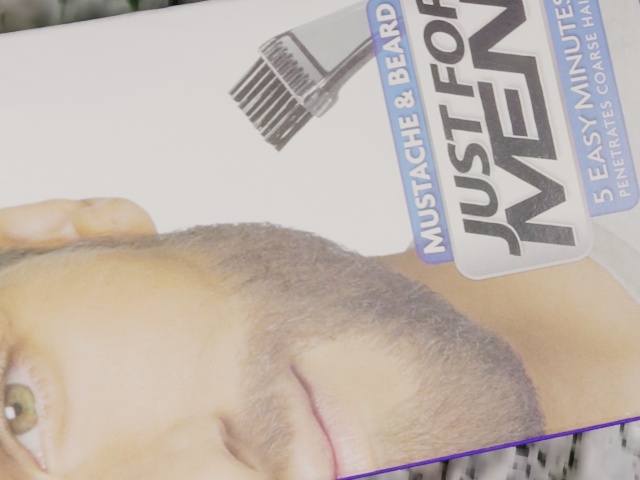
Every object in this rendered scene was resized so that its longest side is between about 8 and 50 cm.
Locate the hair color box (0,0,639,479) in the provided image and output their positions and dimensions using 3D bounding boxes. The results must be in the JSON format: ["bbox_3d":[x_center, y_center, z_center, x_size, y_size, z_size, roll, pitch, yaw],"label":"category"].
[{"bbox_3d":[0.000,0.000,0.671,0.338,0.110,0.185,-11,86,-8],"label":"hair color box"}]
